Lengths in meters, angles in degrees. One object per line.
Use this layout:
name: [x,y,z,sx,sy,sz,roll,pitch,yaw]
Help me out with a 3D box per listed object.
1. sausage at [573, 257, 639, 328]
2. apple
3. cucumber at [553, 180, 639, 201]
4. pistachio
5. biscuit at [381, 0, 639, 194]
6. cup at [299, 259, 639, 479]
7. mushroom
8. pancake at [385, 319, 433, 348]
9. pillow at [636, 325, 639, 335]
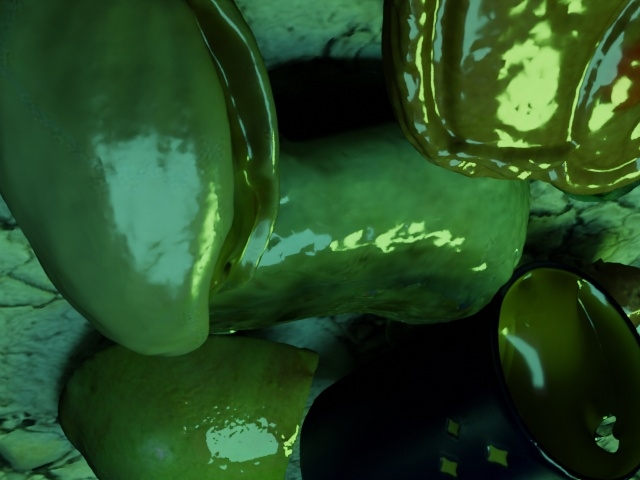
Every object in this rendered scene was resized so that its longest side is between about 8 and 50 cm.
sausage: [0.182,0.120,1.442,0.087,0.079,0.326,-39,168,-46]
apple: [-0.112,0.164,1.318,0.193,0.120,0.265,7,150,-11]
cucumber: [0.146,-0.110,1.083,0.244,0.063,0.115,27,89,-44]
pistachio: [-0.121,-0.069,0.934,0.197,0.166,0.288,10,123,30]
biscuit: [0.216,-0.178,0.984,0.455,0.078,0.350,4,118,-35]
cup: [0.143,0.178,1.330,0.256,0.255,0.178,-35,-172,44]
mushroom: [0.001,0.002,1.151,0.344,0.130,0.247,5,136,-29]
pancake: [0.108,0.060,1.374,0.116,0.022,0.129,-7,144,-13]
pillow: [0.329,0.098,1.508,0.229,0.051,0.128,15,136,-42]
